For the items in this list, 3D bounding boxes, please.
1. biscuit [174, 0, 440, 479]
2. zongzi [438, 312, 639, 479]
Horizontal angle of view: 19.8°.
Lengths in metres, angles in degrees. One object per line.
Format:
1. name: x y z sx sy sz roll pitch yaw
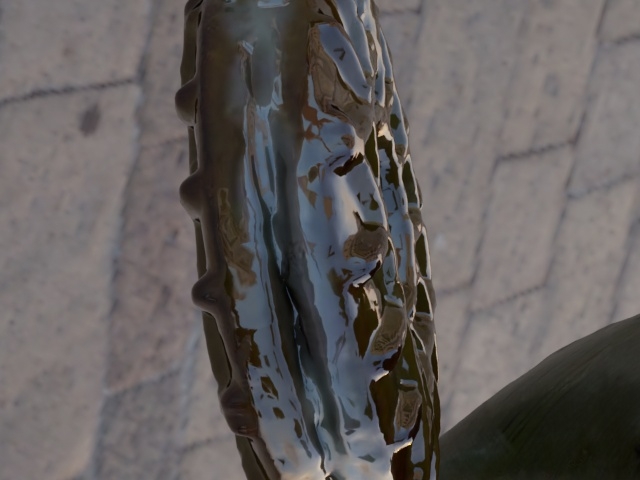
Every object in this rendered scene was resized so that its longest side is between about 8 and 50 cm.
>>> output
1. biscuit: 0.000 0.000 1.015 0.332 0.103 0.332 -9 90 -82
2. zongzi: 0.189 0.156 1.021 0.356 0.393 0.174 -94 162 -73
